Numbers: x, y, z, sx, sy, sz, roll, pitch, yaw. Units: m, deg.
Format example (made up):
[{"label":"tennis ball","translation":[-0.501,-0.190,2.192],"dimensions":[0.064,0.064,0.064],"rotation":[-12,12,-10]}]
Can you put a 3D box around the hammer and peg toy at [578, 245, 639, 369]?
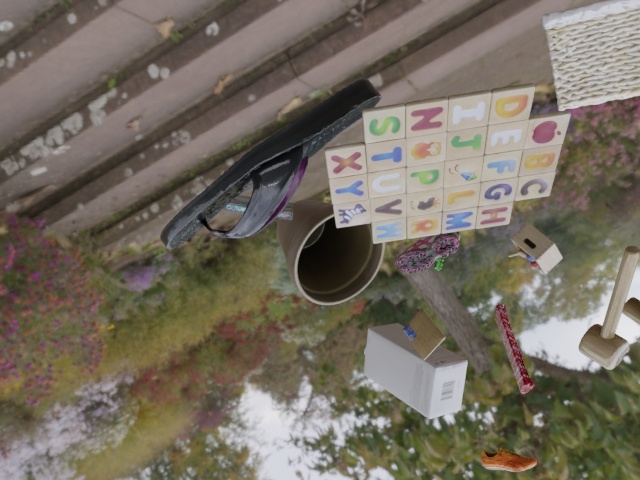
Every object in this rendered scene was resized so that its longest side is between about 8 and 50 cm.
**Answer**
[{"label":"hammer and peg toy","translation":[0.592,0.064,1.003],"dimensions":[0.361,0.127,0.266],"rotation":[-36,142,-18]}]

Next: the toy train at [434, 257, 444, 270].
[{"label":"toy train","translation":[0.386,0.058,2.007],"dimensions":[0.017,0.024,0.083],"rotation":[131,-18,-65]}]

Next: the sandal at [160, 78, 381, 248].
[{"label":"sandal","translation":[-0.075,-0.100,1.036],"dimensions":[0.446,0.107,0.167],"rotation":[-35,179,6]}]

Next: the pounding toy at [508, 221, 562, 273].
[{"label":"pounding toy","translation":[0.625,0.028,1.854],"dimensions":[0.100,0.141,0.130],"rotation":[-45,139,5]}]

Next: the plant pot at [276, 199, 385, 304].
[{"label":"plant pot","translation":[0.000,0.000,2.008],"dimensions":[0.323,0.323,0.280],"rotation":[-26,-145,-17]}]

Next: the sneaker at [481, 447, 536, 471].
[{"label":"sneaker","translation":[0.611,0.711,2.024],"dimensions":[0.175,0.067,0.064],"rotation":[-5,180,18]}]

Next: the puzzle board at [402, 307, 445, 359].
[{"label":"puzzle board","translation":[0.308,0.280,1.863],"dimensions":[0.011,0.128,0.096],"rotation":[24,112,-42]}]

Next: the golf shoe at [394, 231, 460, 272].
[{"label":"golf shoe","translation":[0.275,0.023,1.587],"dimensions":[0.186,0.067,0.086],"rotation":[-28,-162,29]}]

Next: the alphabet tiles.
[{"label":"alphabet tiles","translation":[0.183,-0.099,0.922],"dimensions":[0.343,0.011,0.285],"rotation":[-9,141,1]}]

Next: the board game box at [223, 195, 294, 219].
[{"label":"board game box","translation":[-0.166,-0.093,1.706],"dimensions":[0.186,0.026,0.126],"rotation":[7,-166,-3]}]

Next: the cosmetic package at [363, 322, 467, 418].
[{"label":"cosmetic package","translation":[0.322,0.447,2.190],"dimensions":[0.155,0.197,0.365],"rotation":[-4,-162,-32]}]

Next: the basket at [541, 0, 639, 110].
[{"label":"basket","translation":[0.808,-0.535,1.728],"dimensions":[0.331,0.266,0.328],"rotation":[-9,-166,24]}]

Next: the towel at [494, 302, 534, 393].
[{"label":"towel","translation":[0.616,0.349,1.991],"dimensions":[0.031,0.274,0.199],"rotation":[-17,157,7]}]
